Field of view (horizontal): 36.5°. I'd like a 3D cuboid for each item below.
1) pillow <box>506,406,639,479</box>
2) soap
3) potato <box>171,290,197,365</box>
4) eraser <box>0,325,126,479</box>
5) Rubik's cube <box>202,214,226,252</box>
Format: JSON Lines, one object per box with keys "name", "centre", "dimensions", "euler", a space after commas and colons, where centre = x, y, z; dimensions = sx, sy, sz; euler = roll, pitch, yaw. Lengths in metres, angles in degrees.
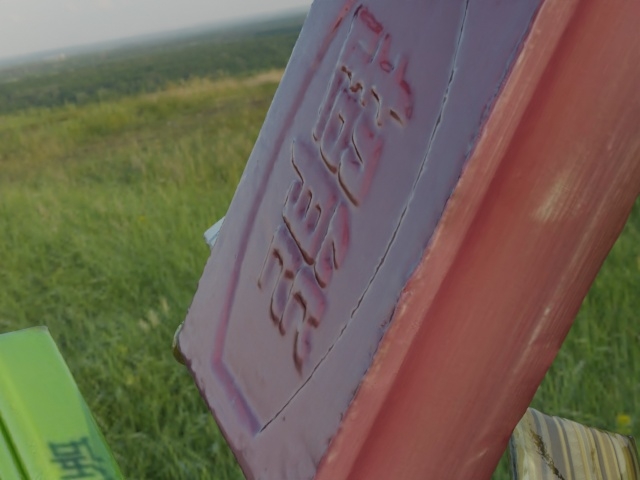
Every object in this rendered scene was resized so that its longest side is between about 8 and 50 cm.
{"name": "pillow", "centre": [0.269, 0.280, 0.983], "dimensions": [0.212, 0.208, 0.052], "euler": [20, -36, -34]}
{"name": "soap", "centre": [0.053, -0.021, 0.590], "dimensions": [0.128, 0.359, 0.233], "euler": [14, 18, -30]}
{"name": "potato", "centre": [-0.109, 0.080, 0.938], "dimensions": [0.046, 0.045, 0.092], "euler": [12, 68, 37]}
{"name": "eraser", "centre": [-0.249, 0.230, 0.844], "dimensions": [0.092, 0.210, 0.274], "euler": [2, 35, -38]}
{"name": "Rubik's cube", "centre": [0.002, 0.001, 0.981], "dimensions": [0.228, 0.229, 0.233], "euler": [-5, 50, -10]}
